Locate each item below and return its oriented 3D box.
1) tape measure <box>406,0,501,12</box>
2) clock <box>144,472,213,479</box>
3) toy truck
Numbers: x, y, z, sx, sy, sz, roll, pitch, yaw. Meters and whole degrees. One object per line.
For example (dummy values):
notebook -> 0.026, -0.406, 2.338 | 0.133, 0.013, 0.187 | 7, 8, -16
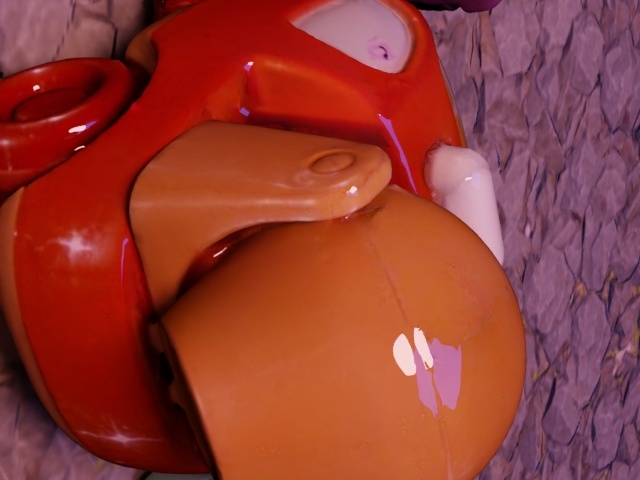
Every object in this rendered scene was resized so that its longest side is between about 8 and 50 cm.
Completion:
tape measure -> 0.046, -0.234, 0.626 | 0.245, 0.149, 0.232 | 42, 61, -58
clock -> -0.054, 0.213, 0.663 | 0.148, 0.060, 0.189 | 29, 75, -54
toy truck -> 0.000, 0.000, 0.531 | 0.265, 0.239, 0.189 | -43, 131, -40
